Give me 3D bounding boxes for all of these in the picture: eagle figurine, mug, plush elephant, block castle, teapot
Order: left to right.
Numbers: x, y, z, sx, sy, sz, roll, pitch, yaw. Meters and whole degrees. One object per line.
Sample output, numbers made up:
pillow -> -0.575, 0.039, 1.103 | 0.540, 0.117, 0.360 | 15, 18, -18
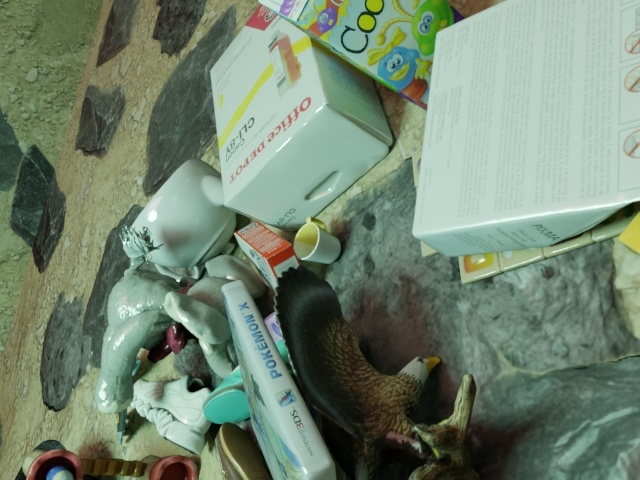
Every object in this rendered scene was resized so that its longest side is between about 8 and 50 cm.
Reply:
block castle -> -0.398, 0.590, 0.956 | 0.213, 0.303, 0.453 | -16, 61, 53
plush elephant -> -0.235, 0.145, 1.025 | 0.255, 0.272, 0.330 | 14, 115, 21
teapot -> -0.264, -0.029, 1.183 | 0.252, 0.187, 0.256 | -52, 10, -8
mug -> 0.002, 0.002, 0.934 | 0.062, 0.064, 0.078 | 5, 77, 51
eagle figurine -> 0.054, 0.188, 0.692 | 0.298, 0.225, 0.226 | 25, 101, 39

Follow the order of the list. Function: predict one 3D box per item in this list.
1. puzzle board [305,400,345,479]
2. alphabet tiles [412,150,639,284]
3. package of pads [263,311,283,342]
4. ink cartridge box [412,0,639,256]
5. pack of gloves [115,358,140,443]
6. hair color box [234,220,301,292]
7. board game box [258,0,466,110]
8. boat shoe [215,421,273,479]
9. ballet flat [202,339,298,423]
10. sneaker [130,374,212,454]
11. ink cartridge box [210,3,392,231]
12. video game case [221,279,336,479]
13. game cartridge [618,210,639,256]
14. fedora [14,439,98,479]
puzzle board -> 0.007, 0.292, 0.839 | 0.096, 0.011, 0.128 | -16, 61, 47
alphabet tiles -> 0.259, -0.107, 0.720 | 0.342, 0.011, 0.285 | -26, 55, 41
package of pads -> -0.058, 0.138, 0.954 | 0.083, 0.050, 0.032 | -37, 9, 34
ink cartridge box -> 0.291, -0.155, 0.628 | 0.385, 0.091, 0.308 | -8, 65, 46
pack of gloves -> -0.434, 0.344, 1.285 | 0.232, 0.046, 0.195 | 117, 150, -54
hair color box -> -0.086, 0.033, 0.977 | 0.053, 0.093, 0.167 | -30, 26, -14
board game box -> 0.076, -0.325, 0.824 | 0.142, 0.275, 0.144 | -57, 39, 14
boat shoe -> -0.123, 0.382, 0.902 | 0.073, 0.073, 0.207 | -59, 39, 10
ballet flat -> -0.106, 0.235, 0.960 | 0.247, 0.083, 0.087 | -36, 24, 34
sneaker -> -0.287, 0.319, 1.120 | 0.292, 0.110, 0.118 | 7, 61, 52
ink cartridge box -> -0.055, -0.255, 1.041 | 0.279, 0.160, 0.385 | -40, 47, 32
video game case -> -0.050, 0.263, 0.738 | 0.300, 0.036, 0.329 | -126, 25, -48
game cartridge -> 0.455, -0.052, 0.435 | 0.324, 0.052, 0.285 | -55, 40, 14
fedora -> -0.587, 0.615, 1.286 | 0.334, 0.152, 0.334 | -22, 58, 39
